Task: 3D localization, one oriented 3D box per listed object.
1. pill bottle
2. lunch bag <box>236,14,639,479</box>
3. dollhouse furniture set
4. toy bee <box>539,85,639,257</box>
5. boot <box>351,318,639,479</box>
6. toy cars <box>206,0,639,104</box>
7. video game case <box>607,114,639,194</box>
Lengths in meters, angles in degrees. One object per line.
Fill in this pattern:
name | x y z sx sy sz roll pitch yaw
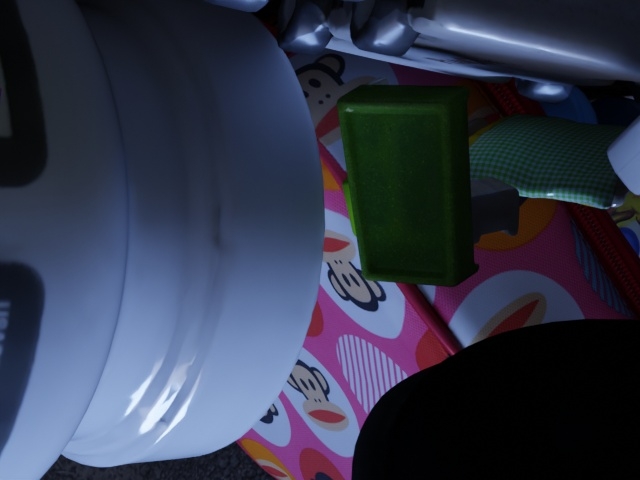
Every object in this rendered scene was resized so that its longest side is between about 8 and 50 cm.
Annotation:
pill bottle | -0.190 -0.007 0.563 0.363 0.210 0.210 2 176 -38
lunch bag | 0.000 0.000 0.812 0.120 0.258 0.293 -43 -162 -23
dollhouse furniture set | 0.056 -0.036 0.603 0.076 0.058 0.152 5 -161 31
toy bee | 0.126 -0.004 0.929 0.195 0.162 0.298 7 173 -27
boot | 0.182 0.022 0.473 0.348 0.131 0.260 8 133 8
toy cars | 0.006 -0.095 0.468 0.176 0.087 0.394 13 -177 26
video game case | 0.158 -0.071 0.439 0.157 0.019 0.143 -26 169 -21
